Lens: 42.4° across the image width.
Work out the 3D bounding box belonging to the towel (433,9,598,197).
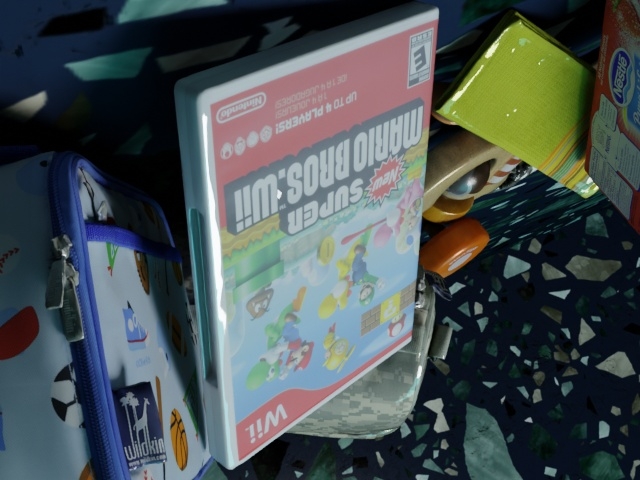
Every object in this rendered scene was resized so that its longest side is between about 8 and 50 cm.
[{"bbox_3d":[0.208,-0.110,0.728,0.237,0.021,0.102,19,116,-40],"label":"towel"}]

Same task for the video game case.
[{"bbox_3d":[0.000,0.000,0.563,0.204,0.025,0.285,-29,133,-37],"label":"video game case"}]

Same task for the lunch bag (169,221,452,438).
[{"bbox_3d":[-0.039,0.093,0.832,0.305,0.212,0.256,5,171,-1],"label":"lunch bag"}]

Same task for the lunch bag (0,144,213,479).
[{"bbox_3d":[-0.152,0.063,0.553,0.115,0.243,0.303,-10,175,-1],"label":"lunch bag"}]

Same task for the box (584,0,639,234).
[{"bbox_3d":[0.304,-0.120,0.650,0.123,0.128,0.257,-23,141,-7],"label":"box"}]

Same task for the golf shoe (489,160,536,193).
[{"bbox_3d":[0.248,-0.108,1.043,0.198,0.077,0.094,-24,171,10],"label":"golf shoe"}]

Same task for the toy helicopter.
[{"bbox_3d":[0.206,-0.120,0.846,0.355,0.140,0.235,-33,163,-9],"label":"toy helicopter"}]
